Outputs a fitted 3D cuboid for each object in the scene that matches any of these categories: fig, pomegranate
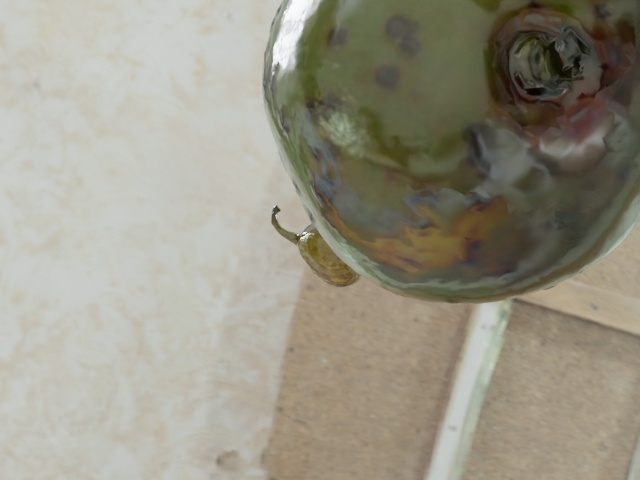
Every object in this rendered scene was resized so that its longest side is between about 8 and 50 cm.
[{"bbox_3d":[0.000,0.000,0.979,0.083,0.050,0.050,25,-89,22],"label":"fig"},{"bbox_3d":[0.084,-0.070,0.736,0.231,0.286,0.231,-2,-105,7],"label":"pomegranate"}]
